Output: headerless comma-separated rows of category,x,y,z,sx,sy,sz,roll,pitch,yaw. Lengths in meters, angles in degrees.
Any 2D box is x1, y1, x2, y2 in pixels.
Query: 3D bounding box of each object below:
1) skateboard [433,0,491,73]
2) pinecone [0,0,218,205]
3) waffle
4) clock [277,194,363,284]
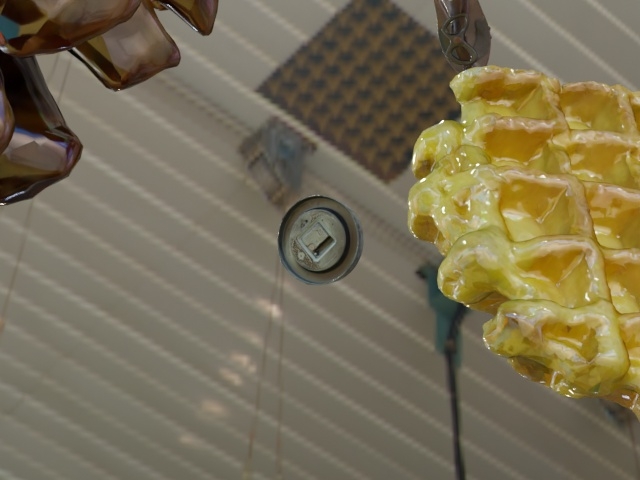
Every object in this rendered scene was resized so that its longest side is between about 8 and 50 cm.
skateboard,0.126,-0.226,1.456,0.067,0.080,0.151,-13,-82,13
pinecone,-0.120,-0.115,0.409,0.229,0.202,0.201,-1,-35,42
waffle,0.152,0.020,0.683,0.229,0.219,0.057,7,-47,-14
clock,0.000,0.000,1.439,0.085,0.017,0.085,-1,-92,25
